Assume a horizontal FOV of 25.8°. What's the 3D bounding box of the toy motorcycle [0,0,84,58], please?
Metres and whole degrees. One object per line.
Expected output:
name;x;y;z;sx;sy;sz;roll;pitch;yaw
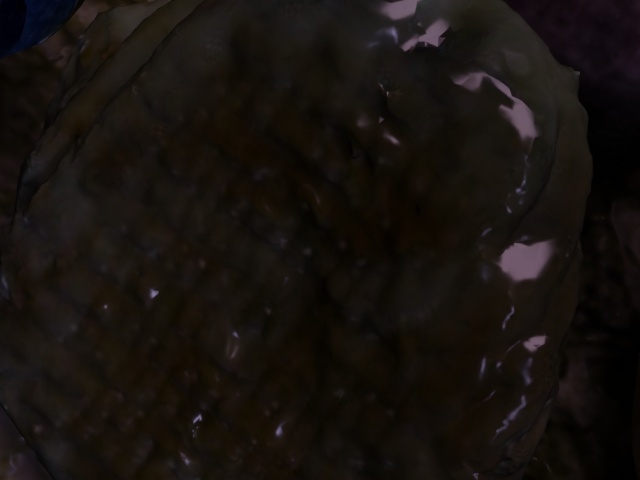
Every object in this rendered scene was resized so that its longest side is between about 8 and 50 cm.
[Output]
toy motorcycle;-0.128;-0.034;0.330;0.135;0.092;0.254;4;37;15

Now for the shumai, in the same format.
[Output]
shumai;0.001;0.006;0.403;0.184;0.184;0.142;45;26;6

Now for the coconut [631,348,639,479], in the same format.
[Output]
coconut;0.185;0.042;0.414;0.194;0.194;0.194;11;57;-18

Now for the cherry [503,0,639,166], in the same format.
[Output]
cherry;0.098;-0.116;0.466;0.195;0.195;0.195;11;57;-18
